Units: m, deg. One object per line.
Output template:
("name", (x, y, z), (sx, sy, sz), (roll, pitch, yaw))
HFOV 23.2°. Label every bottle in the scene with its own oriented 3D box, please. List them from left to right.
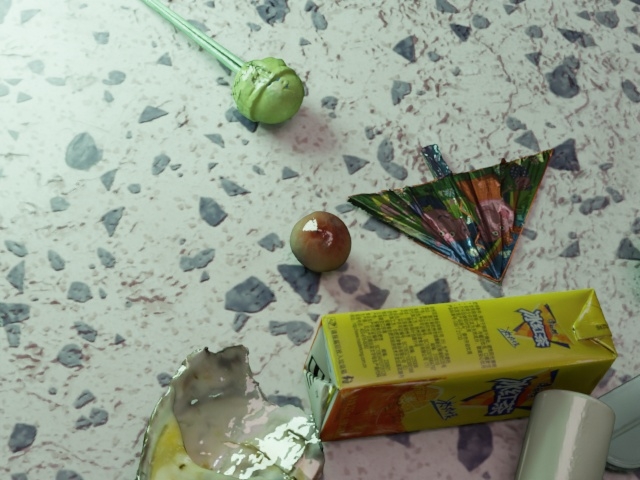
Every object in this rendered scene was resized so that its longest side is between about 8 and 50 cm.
("bottle", (0.276, 0.306, 1.844), (0.104, 0.104, 0.245), (18, 69, 0))

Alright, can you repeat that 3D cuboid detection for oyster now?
("oyster", (-0.119, 0.256, 1.811), (0.271, 0.100, 0.275), (-14, 50, -22))

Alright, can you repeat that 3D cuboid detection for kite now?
("kite", (0.203, -0.040, 2.110), (0.321, 0.016, 0.234), (-14, 62, -20))

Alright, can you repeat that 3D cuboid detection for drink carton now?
("drink carton", (0.168, 0.151, 1.900), (0.351, 0.154, 0.111), (-5, 60, -14))

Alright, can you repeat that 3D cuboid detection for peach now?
("peach", (0.002, 0.001, 2.008), (0.083, 0.083, 0.083), (5, 58, -8))

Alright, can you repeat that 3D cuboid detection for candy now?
("candy", (-0.157, -0.274, 2.156), (0.335, 0.092, 0.093), (40, 96, 22))

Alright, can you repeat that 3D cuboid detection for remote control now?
("remote control", (0.436, 0.213, 1.978), (0.247, 0.052, 0.104), (-24, 67, -24))
